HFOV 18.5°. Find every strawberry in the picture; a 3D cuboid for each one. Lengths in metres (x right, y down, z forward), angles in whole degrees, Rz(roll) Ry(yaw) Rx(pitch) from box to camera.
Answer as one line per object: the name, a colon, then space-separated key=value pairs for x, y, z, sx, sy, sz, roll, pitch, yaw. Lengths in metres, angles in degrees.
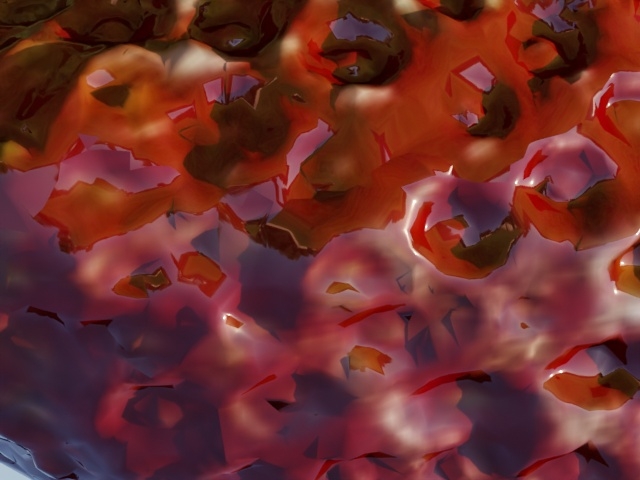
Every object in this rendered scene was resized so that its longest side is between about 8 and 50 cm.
strawberry: x=0.008 y=0.006 z=0.593 sx=0.310 sy=0.291 sz=0.292 roll=-26 pitch=-174 yaw=-21
